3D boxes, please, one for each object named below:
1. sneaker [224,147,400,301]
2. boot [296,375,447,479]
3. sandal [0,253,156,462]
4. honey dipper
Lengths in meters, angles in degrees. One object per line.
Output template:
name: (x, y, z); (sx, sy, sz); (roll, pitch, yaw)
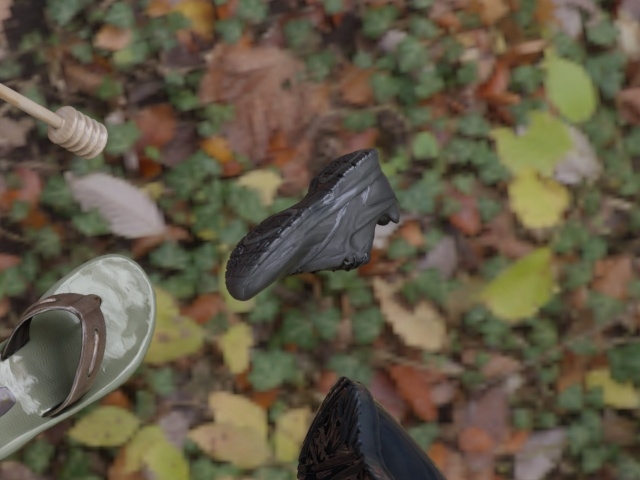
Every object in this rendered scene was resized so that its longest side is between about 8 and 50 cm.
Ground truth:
sneaker: (0.000, 0.000, 2.335); (0.286, 0.109, 0.130); (-39, 107, -24)
boot: (0.099, 0.211, 1.326); (0.207, 0.246, 0.094); (25, 104, -19)
sandal: (-0.256, 0.113, 1.718); (0.120, 0.086, 0.303); (42, 48, 5)
honey dipper: (-0.217, -0.101, 1.292); (0.160, 0.030, 0.030); (31, 64, -48)
